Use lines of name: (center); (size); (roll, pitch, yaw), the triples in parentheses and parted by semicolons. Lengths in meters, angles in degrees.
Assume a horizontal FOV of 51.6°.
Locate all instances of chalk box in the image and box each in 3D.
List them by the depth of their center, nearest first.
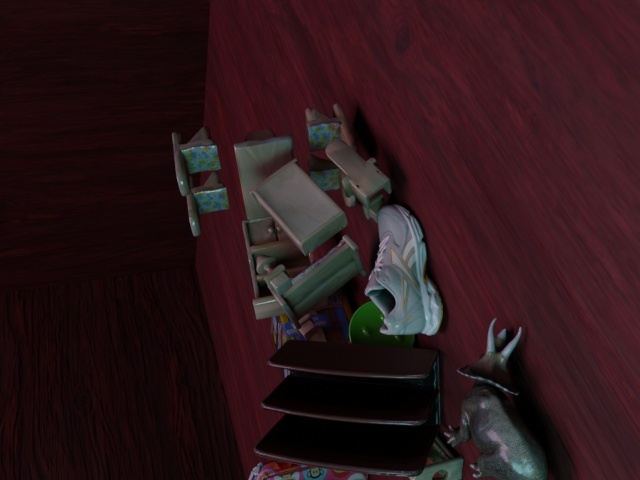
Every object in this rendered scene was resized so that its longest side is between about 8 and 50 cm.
chalk box: (-0.016, 0.225, 1.606); (0.180, 0.179, 0.289); (96, 160, -47)

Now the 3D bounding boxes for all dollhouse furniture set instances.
dollhouse furniture set: (0.174, 0.433, 1.262); (0.182, 0.101, 0.161); (-134, 41, -61)
dollhouse furniture set: (0.000, 0.000, 1.394); (0.174, 0.303, 0.355); (48, 169, 29)
dollhouse furniture set: (-0.100, -0.049, 1.455); (0.394, 0.362, 0.256); (87, 170, -51)

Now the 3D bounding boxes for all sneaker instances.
sneaker: (0.131, 0.051, 1.210); (0.099, 0.121, 0.262); (113, 147, -58)

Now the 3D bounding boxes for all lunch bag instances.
lunch bag: (-0.025, 0.628, 1.626); (0.120, 0.293, 0.258); (176, 91, -70)

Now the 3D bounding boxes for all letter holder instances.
letter holder: (0.045, 0.290, 1.176); (0.214, 0.302, 0.152); (-30, -61, -67)

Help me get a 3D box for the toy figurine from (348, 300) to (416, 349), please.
toy figurine: (0.129, 0.216, 1.353); (0.173, 0.130, 0.159); (52, 168, 11)

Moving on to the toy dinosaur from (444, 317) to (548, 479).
toy dinosaur: (0.258, 0.287, 0.938); (0.160, 0.121, 0.313); (87, 170, -58)
